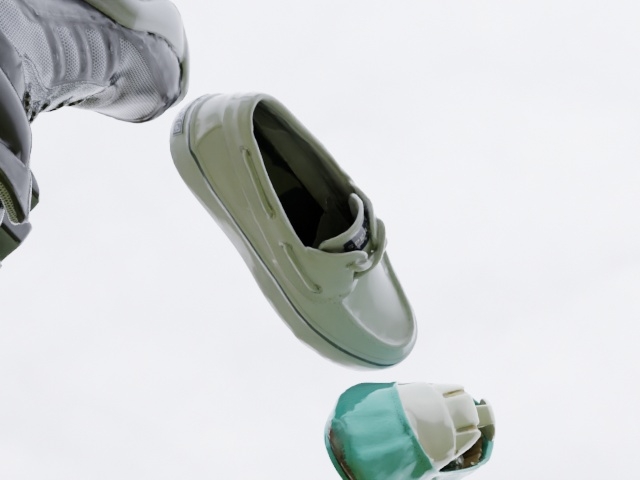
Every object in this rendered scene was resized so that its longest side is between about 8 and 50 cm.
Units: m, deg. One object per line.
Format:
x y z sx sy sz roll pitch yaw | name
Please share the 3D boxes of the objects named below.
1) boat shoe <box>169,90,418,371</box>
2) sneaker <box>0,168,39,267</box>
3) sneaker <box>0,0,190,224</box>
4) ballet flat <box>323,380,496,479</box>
0.000 0.000 1.124 0.084 0.095 0.258 -7 -44 45 | boat shoe
-0.322 0.046 1.161 0.146 0.330 0.122 -31 -76 27 | sneaker
-0.146 -0.065 0.743 0.101 0.153 0.268 -7 -17 23 | sneaker
0.073 0.128 1.119 0.087 0.247 0.083 -26 -103 12 | ballet flat
